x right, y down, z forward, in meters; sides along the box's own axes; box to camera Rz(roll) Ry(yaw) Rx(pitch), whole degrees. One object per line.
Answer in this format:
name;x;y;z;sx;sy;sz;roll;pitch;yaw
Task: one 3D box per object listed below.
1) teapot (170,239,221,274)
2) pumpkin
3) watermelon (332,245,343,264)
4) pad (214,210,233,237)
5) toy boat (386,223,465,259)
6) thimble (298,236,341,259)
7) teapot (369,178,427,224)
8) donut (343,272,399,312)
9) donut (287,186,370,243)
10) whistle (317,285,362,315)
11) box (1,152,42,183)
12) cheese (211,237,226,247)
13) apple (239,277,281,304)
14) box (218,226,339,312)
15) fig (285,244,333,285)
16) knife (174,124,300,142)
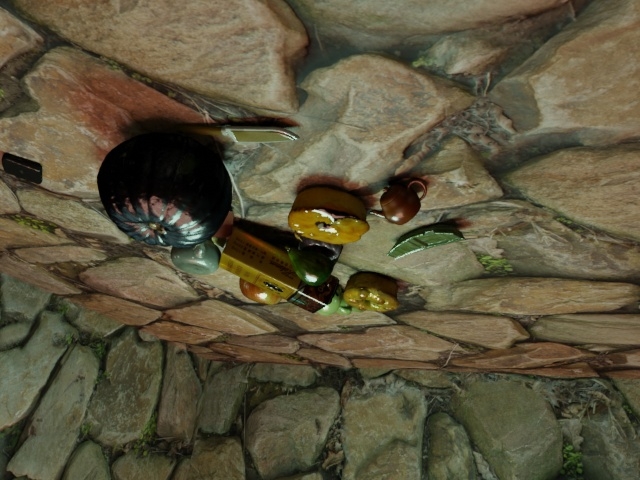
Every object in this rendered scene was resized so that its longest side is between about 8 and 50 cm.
teapot;-0.472;0.051;2.211;0.193;0.129;0.294;16;158;-13
pumpkin;-0.426;-0.134;1.594;0.364;0.266;0.363;7;156;3
watermelon;0.013;0.046;2.096;0.135;0.125;0.094;32;-163;20
pad;-0.430;-0.059;1.957;0.267;0.004;0.181;1;150;-11
toy boat;0.330;-0.001;1.857;0.093;0.055;0.293;25;152;-31
thimble;0.001;-0.001;1.936;0.150;0.097;0.150;8;156;3
teapot;0.217;-0.112;1.607;0.173;0.116;0.116;-37;134;25
donut;0.203;0.214;2.315;0.227;0.113;0.226;8;157;4
donut;0.025;-0.067;1.756;0.254;0.118;0.253;10;155;5
whistle;0.082;0.254;2.482;0.294;0.141;0.141;3;164;-36
box;-0.975;-0.235;1.895;0.125;0.027;0.126;21;155;-17
cheese;-0.372;-0.018;2.101;0.041;0.060;0.084;7;149;9
apple;-0.226;0.167;2.311;0.195;0.173;0.160;16;158;-21
box;-0.156;0.118;2.097;0.415;0.115;0.264;28;162;-6
fig;-0.047;0.078;1.893;0.177;0.117;0.117;30;150;-21
knife;-0.217;-0.277;1.489;0.343;0.027;0.061;5;154;18
